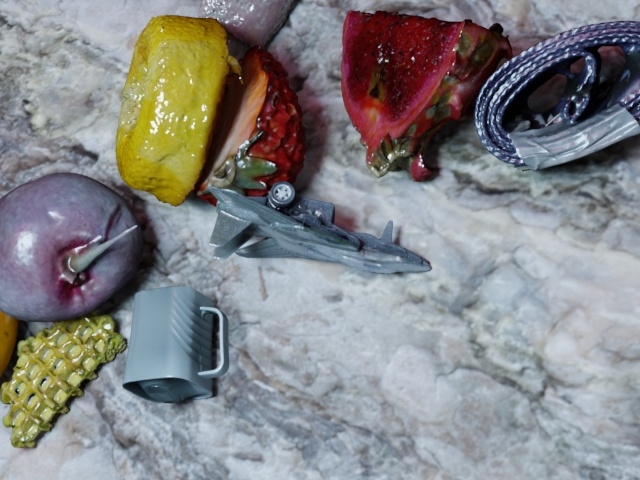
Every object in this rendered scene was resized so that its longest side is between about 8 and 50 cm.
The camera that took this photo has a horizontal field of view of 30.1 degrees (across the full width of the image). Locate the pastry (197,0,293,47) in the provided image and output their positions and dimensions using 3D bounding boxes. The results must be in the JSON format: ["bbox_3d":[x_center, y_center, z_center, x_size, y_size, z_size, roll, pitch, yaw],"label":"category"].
[{"bbox_3d":[-0.065,-0.377,1.619,0.112,0.103,0.265,21,82,25],"label":"pastry"}]

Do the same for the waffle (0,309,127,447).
[{"bbox_3d":[-0.339,0.174,1.563,0.192,0.046,0.161,-22,59,18],"label":"waffle"}]

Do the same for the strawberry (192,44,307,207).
[{"bbox_3d":[-0.072,-0.138,1.524,0.190,0.111,0.237,-39,33,42],"label":"strawberry"}]

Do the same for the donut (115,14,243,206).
[{"bbox_3d":[-0.188,-0.170,1.530,0.253,0.118,0.254,-172,90,-69],"label":"donut"}]

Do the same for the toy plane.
[{"bbox_3d":[0.002,-0.011,1.424,0.267,0.212,0.088,7,69,4],"label":"toy plane"}]

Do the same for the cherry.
[{"bbox_3d":[-0.340,0.007,1.540,0.213,0.184,0.266,-18,16,-20],"label":"cherry"}]

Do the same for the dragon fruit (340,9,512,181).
[{"bbox_3d":[0.119,-0.171,1.435,0.262,0.134,0.212,31,102,58],"label":"dragon fruit"}]

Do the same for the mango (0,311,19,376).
[{"bbox_3d":[-0.475,0.107,1.618,0.144,0.112,0.219,-30,48,31],"label":"mango"}]

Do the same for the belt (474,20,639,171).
[{"bbox_3d":[0.289,-0.162,1.338,0.230,0.126,0.140,-24,89,17],"label":"belt"}]

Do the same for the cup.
[{"bbox_3d":[-0.171,0.129,1.466,0.128,0.095,0.130,-10,64,23],"label":"cup"}]
